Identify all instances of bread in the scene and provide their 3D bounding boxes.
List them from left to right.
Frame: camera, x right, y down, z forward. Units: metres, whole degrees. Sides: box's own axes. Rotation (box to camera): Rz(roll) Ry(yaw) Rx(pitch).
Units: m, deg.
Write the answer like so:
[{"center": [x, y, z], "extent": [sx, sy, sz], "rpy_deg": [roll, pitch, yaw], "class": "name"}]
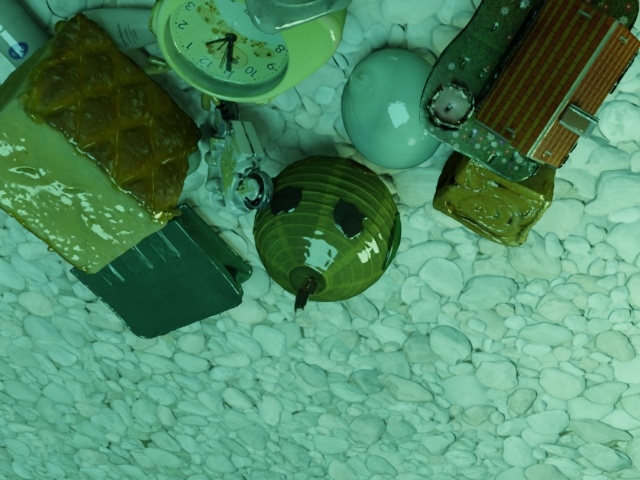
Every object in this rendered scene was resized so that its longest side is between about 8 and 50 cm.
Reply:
[{"center": [-0.360, -0.144, 1.242], "extent": [0.207, 0.279, 0.279], "rpy_deg": [-29, 124, 28], "class": "bread"}, {"center": [0.269, -0.090, 1.256], "extent": [0.158, 0.143, 0.149], "rpy_deg": [23, 134, 2], "class": "bread"}]

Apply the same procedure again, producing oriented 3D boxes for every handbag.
[{"center": [-0.316, 0.063, 1.626], "extent": [0.327, 0.089, 0.238], "rpy_deg": [-20, 122, 33], "class": "handbag"}]

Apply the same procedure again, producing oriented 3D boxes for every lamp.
[{"center": [0.000, 0.000, 1.329], "extent": [0.250, 0.284, 0.250], "rpy_deg": [12, 139, 11], "class": "lamp"}]

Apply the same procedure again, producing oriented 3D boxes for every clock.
[{"center": [-0.133, -0.305, 1.199], "extent": [0.235, 0.096, 0.308], "rpy_deg": [32, 139, -27], "class": "clock"}]

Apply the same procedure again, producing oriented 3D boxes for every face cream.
[{"center": [-0.509, -0.352, 1.312], "extent": [0.077, 0.077, 0.250], "rpy_deg": [-21, 122, 32], "class": "face cream"}, {"center": [-0.333, -0.332, 1.292], "extent": [0.182, 0.051, 0.072], "rpy_deg": [1, 133, 19], "class": "face cream"}]

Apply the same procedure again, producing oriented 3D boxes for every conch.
[{"center": [0.103, -0.189, 1.251], "extent": [0.185, 0.121, 0.221], "rpy_deg": [33, 147, 30], "class": "conch"}]

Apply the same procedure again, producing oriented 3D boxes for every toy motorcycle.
[{"center": [-0.144, -0.120, 1.331], "extent": [0.074, 0.228, 0.151], "rpy_deg": [-4, 144, -37], "class": "toy motorcycle"}]

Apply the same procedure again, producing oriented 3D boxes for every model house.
[{"center": [0.275, -0.219, 1.044], "extent": [0.207, 0.154, 0.293], "rpy_deg": [28, 105, -10], "class": "model house"}]

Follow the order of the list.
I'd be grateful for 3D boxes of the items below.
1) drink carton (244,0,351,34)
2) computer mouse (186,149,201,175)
[{"center": [0.004, -0.379, 0.993], "extent": [0.190, 0.191, 0.185], "rpy_deg": [1, 113, 65], "class": "drink carton"}, {"center": [-0.305, -0.141, 1.457], "extent": [0.182, 0.056, 0.089], "rpy_deg": [-3, 125, 21], "class": "computer mouse"}]
